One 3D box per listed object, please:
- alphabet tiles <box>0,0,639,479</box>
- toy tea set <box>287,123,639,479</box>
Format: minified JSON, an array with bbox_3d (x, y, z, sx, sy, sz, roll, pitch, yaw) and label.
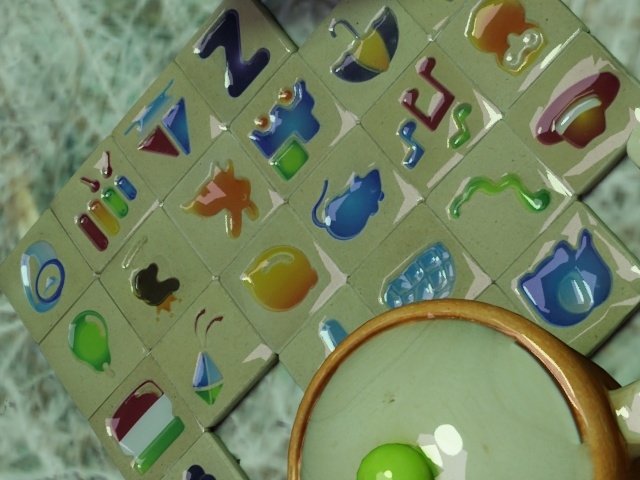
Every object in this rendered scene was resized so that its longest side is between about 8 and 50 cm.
[{"bbox_3d":[0.000,0.000,0.551,0.237,0.009,0.198,-47,62,16],"label":"alphabet tiles"},{"bbox_3d":[0.127,0.013,0.399,0.200,0.124,0.336,35,101,26],"label":"toy tea set"}]
